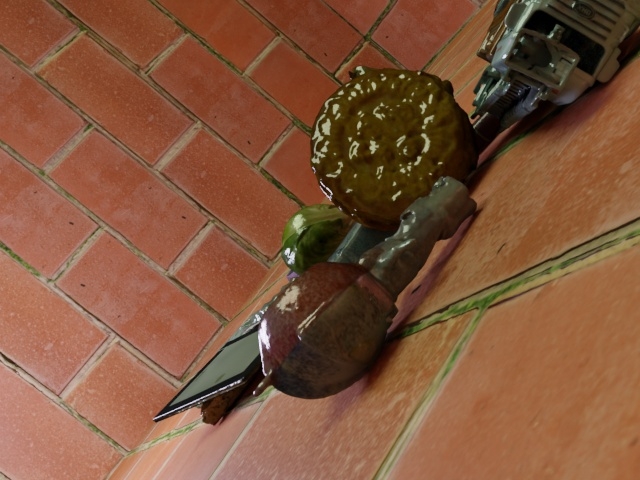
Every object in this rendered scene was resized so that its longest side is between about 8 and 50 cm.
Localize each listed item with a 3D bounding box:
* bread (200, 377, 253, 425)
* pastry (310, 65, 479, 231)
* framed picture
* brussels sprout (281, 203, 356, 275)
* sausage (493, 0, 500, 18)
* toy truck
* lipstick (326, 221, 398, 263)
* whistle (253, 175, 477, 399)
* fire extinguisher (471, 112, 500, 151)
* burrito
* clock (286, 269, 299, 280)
[{"bbox_3d":[-0.173,0.284,1.568,0.136,0.054,0.154,-45,9,26],"label":"bread"},{"bbox_3d":[0.102,-0.135,1.110,0.235,0.240,0.132,-67,-15,-5],"label":"pastry"},{"bbox_3d":[-0.170,0.239,1.569,0.347,0.016,0.265,-31,11,44],"label":"framed picture"},{"bbox_3d":[-0.007,-0.003,1.719,0.183,0.145,0.131,-55,30,14],"label":"brussels sprout"},{"bbox_3d":[0.379,-0.426,1.481,0.113,0.113,0.259,-49,4,24],"label":"sausage"},{"bbox_3d":[0.263,-0.225,0.946,0.184,0.133,0.338,-60,1,7],"label":"toy truck"},{"bbox_3d":[0.035,0.063,1.152,0.290,0.077,0.076,-55,6,-30],"label":"lipstick"},{"bbox_3d":[0.048,0.053,0.892,0.346,0.133,0.142,-44,-34,-21],"label":"whistle"},{"bbox_3d":[0.255,-0.178,1.178,0.132,0.039,0.056,-49,14,22],"label":"fire extinguisher"},{"bbox_3d":[-0.220,0.284,1.908,0.309,0.066,0.096,-50,10,15],"label":"burrito"},{"bbox_3d":[-0.036,0.074,1.879,0.110,0.050,0.152,-53,5,-18],"label":"clock"}]
